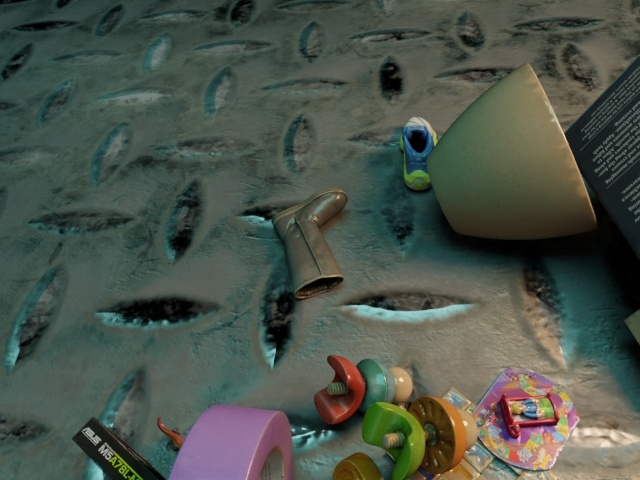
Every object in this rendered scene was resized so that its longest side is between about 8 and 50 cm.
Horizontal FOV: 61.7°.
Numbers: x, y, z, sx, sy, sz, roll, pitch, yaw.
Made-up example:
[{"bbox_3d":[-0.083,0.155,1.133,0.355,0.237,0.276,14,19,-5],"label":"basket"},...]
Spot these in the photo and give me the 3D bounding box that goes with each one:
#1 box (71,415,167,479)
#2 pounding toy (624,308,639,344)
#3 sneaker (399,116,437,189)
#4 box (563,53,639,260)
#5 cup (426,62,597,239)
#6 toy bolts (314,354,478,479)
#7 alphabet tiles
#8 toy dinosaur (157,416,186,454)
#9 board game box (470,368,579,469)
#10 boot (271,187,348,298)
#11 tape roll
[{"bbox_3d":[-0.235,0.344,0.744,0.184,0.191,0.045,29,61,30],"label":"box"},{"bbox_3d":[0.604,0.151,0.869,0.206,0.094,0.181,11,43,-25],"label":"pounding toy"},{"bbox_3d":[0.230,-0.234,1.228,0.091,0.126,0.240,-2,49,5],"label":"sneaker"},{"bbox_3d":[0.650,-0.085,0.900,0.293,0.212,0.395,15,42,-24],"label":"box"},{"bbox_3d":[0.347,-0.132,1.035,0.237,0.331,0.331,-24,44,23],"label":"cup"},{"bbox_3d":[0.104,0.286,0.805,0.158,0.218,0.228,6,26,-32],"label":"toy bolts"},{"bbox_3d":[0.196,0.359,0.793,0.237,0.009,0.198,-36,54,-23],"label":"alphabet tiles"},{"bbox_3d":[-0.219,0.328,0.840,0.082,0.090,0.047,8,60,56],"label":"toy dinosaur"},{"bbox_3d":[0.322,0.267,0.833,0.133,0.033,0.168,31,56,30],"label":"board game box"},{"bbox_3d":[0.002,0.001,1.089,0.189,0.076,0.208,-29,43,1],"label":"boot"},{"bbox_3d":[-0.108,0.350,0.665,0.090,0.275,0.275,4,50,10],"label":"tape roll"}]
